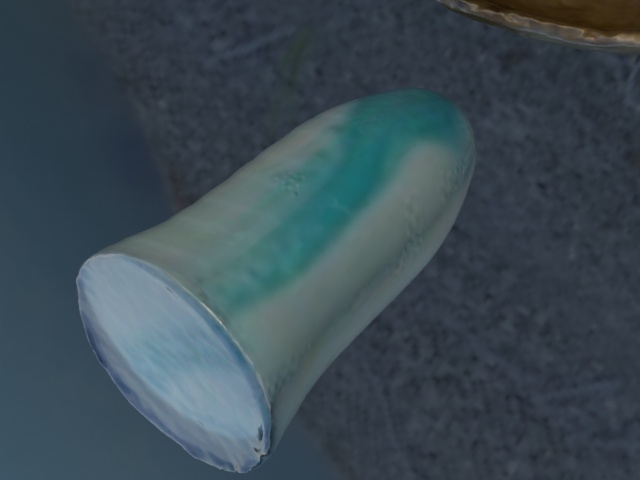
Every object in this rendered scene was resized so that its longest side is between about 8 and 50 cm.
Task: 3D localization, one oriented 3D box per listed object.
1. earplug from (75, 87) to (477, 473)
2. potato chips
[{"bbox_3d":[0.000,0.000,1.302,0.185,0.324,0.185,31,142,27],"label":"earplug"},{"bbox_3d":[0.153,-0.171,1.218,0.202,0.150,0.049,22,127,12],"label":"potato chips"}]
